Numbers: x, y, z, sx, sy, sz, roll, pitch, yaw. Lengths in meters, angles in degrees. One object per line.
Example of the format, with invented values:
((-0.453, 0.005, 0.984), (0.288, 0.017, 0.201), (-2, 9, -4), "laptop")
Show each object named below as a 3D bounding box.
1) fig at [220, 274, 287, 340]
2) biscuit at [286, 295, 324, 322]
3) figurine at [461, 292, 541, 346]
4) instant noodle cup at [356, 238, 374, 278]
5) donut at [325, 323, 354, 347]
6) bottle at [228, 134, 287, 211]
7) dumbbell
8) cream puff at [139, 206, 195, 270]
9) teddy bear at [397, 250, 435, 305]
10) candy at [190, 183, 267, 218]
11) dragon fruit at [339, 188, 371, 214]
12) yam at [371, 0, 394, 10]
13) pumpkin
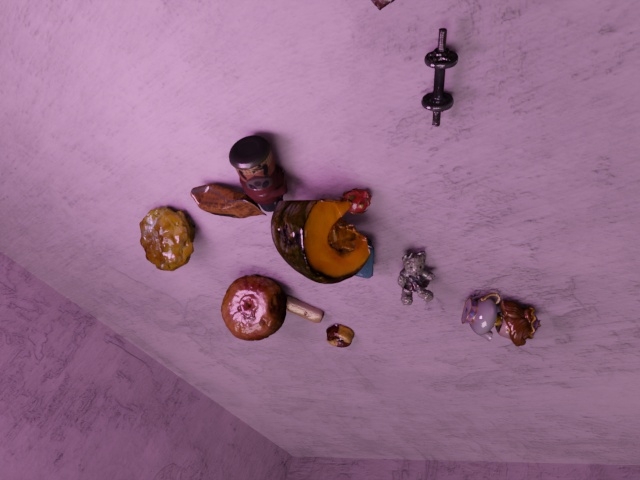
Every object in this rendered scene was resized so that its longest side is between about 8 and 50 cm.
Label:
((-0.285, 0.298, 2.113), (0.287, 0.286, 0.368), (20, 170, 2), "fig")
((-0.077, 0.307, 2.124), (0.188, 0.052, 0.056), (23, 127, -4), "biscuit")
((0.656, 0.289, 1.723), (0.264, 0.142, 0.189), (15, 116, 6), "figurine")
((0.123, 0.050, 1.738), (0.157, 0.070, 0.179), (11, 139, 13), "instant noodle cup")
((0.086, 0.445, 2.204), (0.141, 0.059, 0.140), (11, 141, 9), "donut")
((-0.183, -0.202, 1.537), (0.156, 0.143, 0.271), (28, 156, 31), "bottle")
((0.291, -0.391, 1.168), (0.082, 0.081, 0.253), (7, 138, 16), "dumbbell")
((-0.599, -0.014, 1.917), (0.282, 0.185, 0.281), (18, 114, 45), "cream puff")
((0.340, 0.120, 1.713), (0.133, 0.111, 0.212), (-7, 111, 1), "teddy bear")
((-0.314, -0.132, 1.662), (0.272, 0.101, 0.143), (11, 170, 32), "candy")
((0.107, -0.126, 1.543), (0.116, 0.081, 0.086), (1, 146, 27), "dragon fruit")
((0.115, -0.579, 1.038), (0.141, 0.079, 0.079), (43, 135, -21), "yam")
((-0.009, -0.005, 1.528), (0.225, 0.256, 0.303), (15, 131, 59), "pumpkin")
